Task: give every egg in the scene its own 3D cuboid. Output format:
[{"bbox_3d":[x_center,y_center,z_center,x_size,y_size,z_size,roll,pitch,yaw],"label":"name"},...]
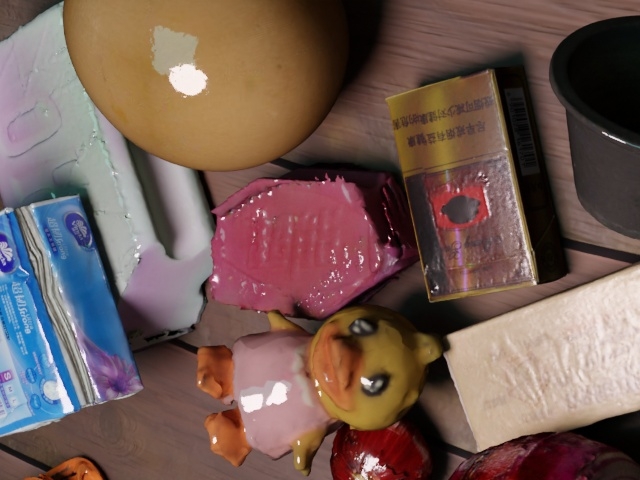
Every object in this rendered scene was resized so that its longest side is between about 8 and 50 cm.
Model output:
[{"bbox_3d":[-0.135,-0.240,1.722,0.374,0.301,0.301,42,124,41],"label":"egg"}]

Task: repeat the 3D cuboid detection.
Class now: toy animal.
[{"bbox_3d":[0.010,0.159,1.695,0.281,0.169,0.195,-22,73,31],"label":"toy animal"}]

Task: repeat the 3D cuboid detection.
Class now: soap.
[{"bbox_3d":[0.000,0.000,1.784,0.289,0.112,0.182,6,105,39],"label":"soap"},{"bbox_3d":[-0.295,-0.070,1.992,0.261,0.156,0.446,-22,85,41],"label":"soap"}]

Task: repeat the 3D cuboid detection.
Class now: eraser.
[{"bbox_3d":[0.292,0.114,1.574,0.343,0.078,0.144,-24,83,40],"label":"eraser"}]

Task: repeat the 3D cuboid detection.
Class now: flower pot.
[{"bbox_3d":[0.328,-0.095,1.433,0.235,0.235,0.148,34,140,31],"label":"flower pot"}]

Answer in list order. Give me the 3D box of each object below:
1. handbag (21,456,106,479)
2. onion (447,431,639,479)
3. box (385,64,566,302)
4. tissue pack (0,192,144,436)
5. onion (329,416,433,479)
[{"bbox_3d":[-0.422,0.528,2.256,0.410,0.116,0.303,-37,78,40],"label":"handbag"},{"bbox_3d":[0.222,0.358,1.566,0.260,0.282,0.337,-1,112,43],"label":"onion"},{"bbox_3d":[0.169,-0.060,1.651,0.159,0.071,0.240,-11,91,40],"label":"box"},{"bbox_3d":[-0.362,0.099,1.885,0.198,0.146,0.263,-21,87,41],"label":"tissue pack"},{"bbox_3d":[0.073,0.260,1.768,0.131,0.131,0.131,10,105,39],"label":"onion"}]
